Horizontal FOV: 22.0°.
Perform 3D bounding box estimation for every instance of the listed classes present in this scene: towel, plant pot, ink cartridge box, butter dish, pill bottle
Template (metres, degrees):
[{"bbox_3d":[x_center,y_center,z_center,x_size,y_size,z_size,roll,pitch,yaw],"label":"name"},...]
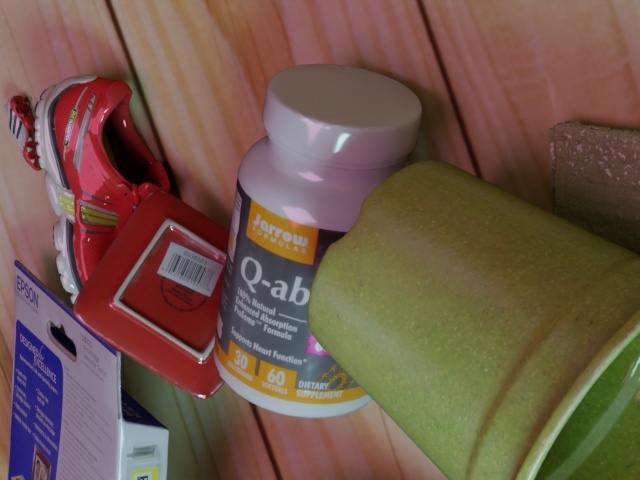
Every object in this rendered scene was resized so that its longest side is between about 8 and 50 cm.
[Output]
[{"bbox_3d":[0.244,-0.038,1.296,0.148,0.027,0.110,10,112,39],"label":"towel"},{"bbox_3d":[0.137,0.075,1.271,0.254,0.276,0.276,36,127,28],"label":"plant pot"},{"bbox_3d":[-0.245,0.206,1.707,0.303,0.072,0.307,31,118,56],"label":"ink cartridge box"},{"bbox_3d":[-0.140,0.063,1.583,0.160,0.160,0.118,32,156,-2],"label":"butter dish"},{"bbox_3d":[0.000,0.000,1.427,0.162,0.162,0.279,27,123,30],"label":"pill bottle"}]

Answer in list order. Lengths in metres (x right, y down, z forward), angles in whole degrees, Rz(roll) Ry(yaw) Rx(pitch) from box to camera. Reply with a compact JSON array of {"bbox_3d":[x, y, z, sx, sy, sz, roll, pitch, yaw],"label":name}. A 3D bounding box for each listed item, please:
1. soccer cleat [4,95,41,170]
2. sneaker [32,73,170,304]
[{"bbox_3d":[-0.312,-0.112,1.740,0.035,0.029,0.083,-18,92,52],"label":"soccer cleat"},{"bbox_3d":[-0.199,-0.027,1.631,0.118,0.107,0.279,-7,107,28],"label":"sneaker"}]
